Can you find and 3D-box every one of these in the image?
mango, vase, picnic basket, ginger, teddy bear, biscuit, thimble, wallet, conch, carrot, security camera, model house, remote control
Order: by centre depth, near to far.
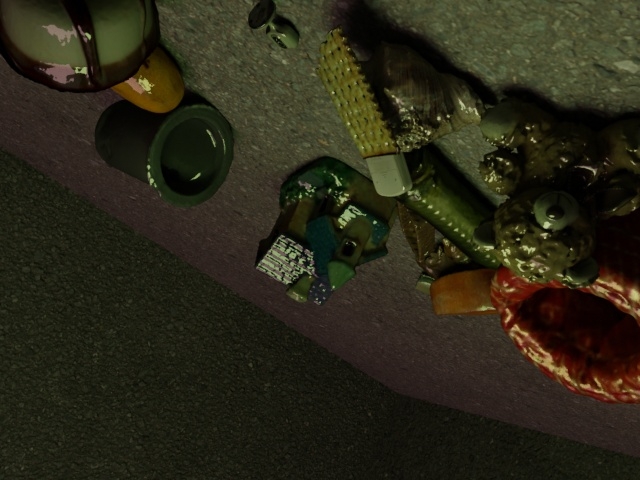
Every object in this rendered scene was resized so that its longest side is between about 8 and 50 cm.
[{"bbox_3d":[0.340,-0.061,1.007,0.267,0.256,0.156,19,166,23],"label":"teddy bear"},{"bbox_3d":[0.048,-0.214,1.033,0.203,0.016,0.144,61,163,-12],"label":"biscuit"},{"bbox_3d":[0.151,-0.217,1.076,0.245,0.163,0.178,12,-161,-6],"label":"conch"},{"bbox_3d":[-0.072,-0.344,1.120,0.058,0.058,0.092,12,166,38],"label":"security camera"},{"bbox_3d":[0.487,0.101,1.161,0.350,0.230,0.350,33,146,26],"label":"thimble"},{"bbox_3d":[0.108,-0.171,1.222,0.087,0.029,0.190,-3,109,58],"label":"remote control"},{"bbox_3d":[-0.407,-0.373,1.396,0.295,0.120,0.177,38,167,-29],"label":"mango"},{"bbox_3d":[0.216,-0.036,1.521,0.193,0.054,0.110,71,174,-64],"label":"picnic basket"},{"bbox_3d":[0.391,0.128,1.609,0.258,0.100,0.307,4,168,-23],"label":"carrot"},{"bbox_3d":[0.000,0.000,1.615,0.245,0.280,0.312,32,161,-18],"label":"model house"},{"bbox_3d":[-0.385,-0.234,1.630,0.291,0.245,0.245,24,165,38],"label":"vase"},{"bbox_3d":[0.319,0.055,1.667,0.166,0.080,0.333,31,166,4],"label":"ginger"},{"bbox_3d":[0.347,0.143,1.939,0.155,0.039,0.110,24,166,8],"label":"wallet"}]

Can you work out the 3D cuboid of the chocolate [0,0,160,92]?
[{"bbox_3d":[-0.401,-0.402,1.121,0.283,0.284,0.186,25,147,6],"label":"chocolate"}]

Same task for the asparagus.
[{"bbox_3d":[0.263,-0.058,1.366,0.382,0.108,0.128,36,159,-32],"label":"asparagus"}]

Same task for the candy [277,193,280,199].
[{"bbox_3d":[0.009,-0.047,1.840,0.292,0.059,0.086,30,164,-9],"label":"candy"}]
